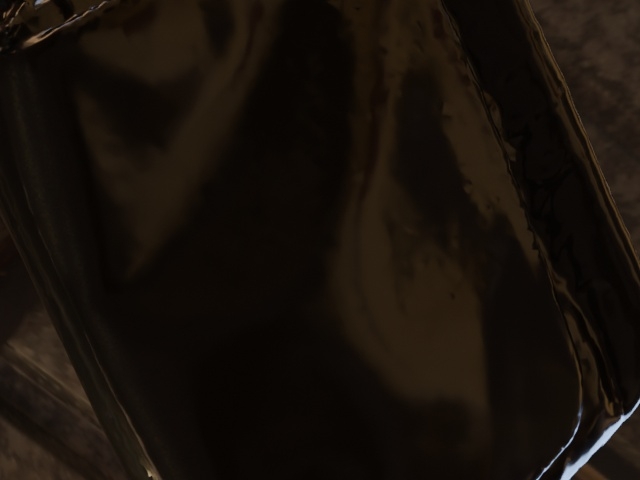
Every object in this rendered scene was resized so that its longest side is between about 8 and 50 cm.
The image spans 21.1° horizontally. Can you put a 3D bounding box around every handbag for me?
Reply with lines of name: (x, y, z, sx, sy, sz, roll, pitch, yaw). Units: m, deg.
handbag: (0.000, 0.000, 0.560, 0.223, 0.080, 0.247, -37, -73, -40)
